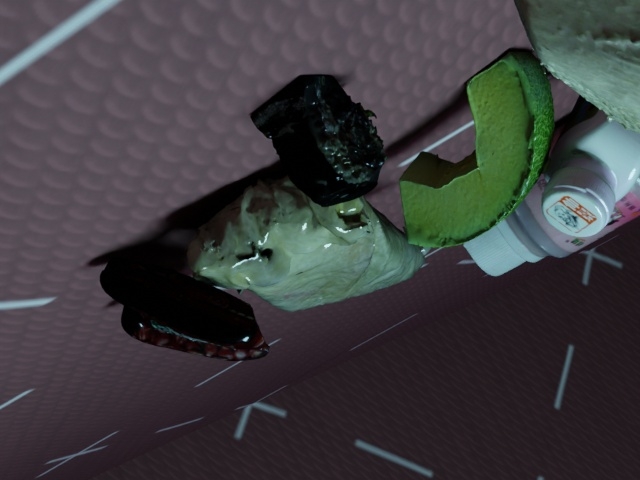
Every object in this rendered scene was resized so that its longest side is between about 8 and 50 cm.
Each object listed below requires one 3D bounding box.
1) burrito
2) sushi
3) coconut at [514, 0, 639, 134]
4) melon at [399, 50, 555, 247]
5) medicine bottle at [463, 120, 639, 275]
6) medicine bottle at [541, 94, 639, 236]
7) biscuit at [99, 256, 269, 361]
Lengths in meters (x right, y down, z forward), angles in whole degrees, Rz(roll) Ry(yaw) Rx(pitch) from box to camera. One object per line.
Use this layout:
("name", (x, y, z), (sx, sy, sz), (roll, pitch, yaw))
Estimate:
("burrito", (-0.012, 0.003, 1.247), (0.175, 0.107, 0.347), (-13, 171, 14))
("sushi", (0.009, -0.072, 0.966), (0.056, 0.083, 0.084), (-35, 166, 34))
("coconut", (0.224, -0.149, 0.675), (0.227, 0.227, 0.230), (-20, -155, -33))
("melon", (0.145, -0.073, 1.205), (0.209, 0.118, 0.064), (-40, 171, 40))
("medicine bottle", (0.288, -0.056, 1.578), (0.247, 0.147, 0.147), (-33, 168, 27))
("medicine bottle", (0.268, -0.099, 1.229), (0.219, 0.078, 0.115), (-60, -174, -35))
("biscuit", (-0.123, 0.069, 1.223), (0.235, 0.151, 0.063), (95, 18, -76))
